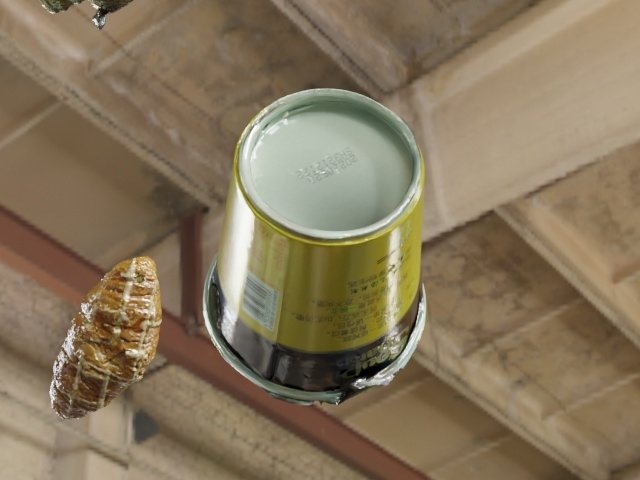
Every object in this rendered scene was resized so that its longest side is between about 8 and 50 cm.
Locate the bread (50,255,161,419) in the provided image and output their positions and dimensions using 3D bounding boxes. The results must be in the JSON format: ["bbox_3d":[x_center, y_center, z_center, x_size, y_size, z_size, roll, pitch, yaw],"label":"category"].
[{"bbox_3d":[-0.249,0.128,1.350,0.105,0.076,0.233,26,-73,-16],"label":"bread"}]

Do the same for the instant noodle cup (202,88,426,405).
[{"bbox_3d":[0.000,0.000,0.984,0.215,0.215,0.236,-1,-30,-3],"label":"instant noodle cup"}]

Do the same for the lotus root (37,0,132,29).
[{"bbox_3d":[-0.183,-0.265,0.853,0.183,0.203,0.078,-26,-23,35],"label":"lotus root"}]
